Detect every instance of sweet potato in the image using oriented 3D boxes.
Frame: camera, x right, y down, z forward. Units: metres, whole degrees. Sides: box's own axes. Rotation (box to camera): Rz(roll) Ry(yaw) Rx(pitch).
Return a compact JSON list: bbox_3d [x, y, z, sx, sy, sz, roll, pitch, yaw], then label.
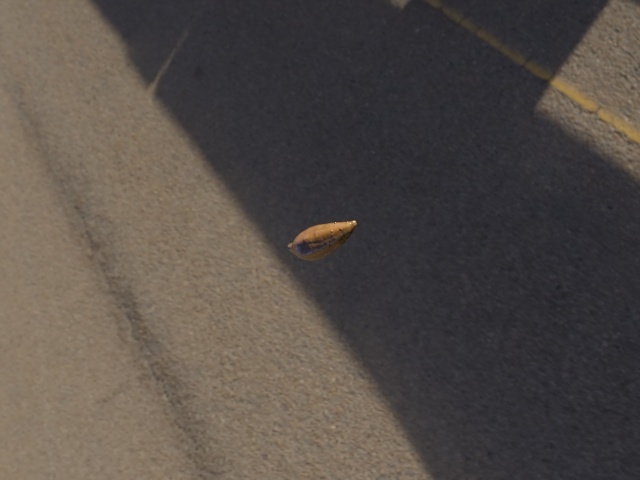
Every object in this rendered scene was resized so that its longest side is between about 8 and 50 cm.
[{"bbox_3d":[0.000,0.000,0.843,0.095,0.034,0.034,-23,58,40],"label":"sweet potato"}]
